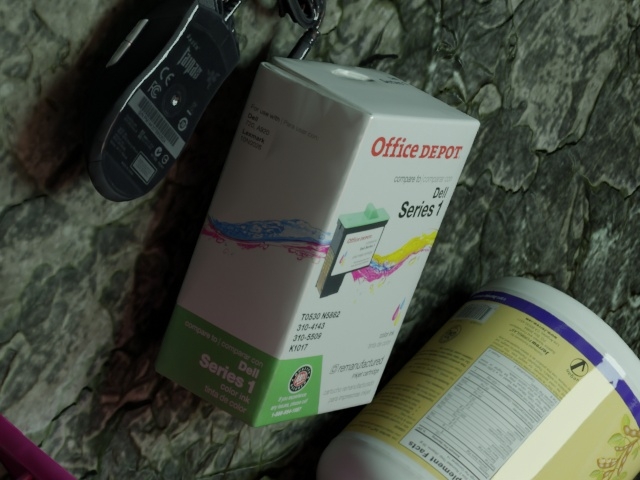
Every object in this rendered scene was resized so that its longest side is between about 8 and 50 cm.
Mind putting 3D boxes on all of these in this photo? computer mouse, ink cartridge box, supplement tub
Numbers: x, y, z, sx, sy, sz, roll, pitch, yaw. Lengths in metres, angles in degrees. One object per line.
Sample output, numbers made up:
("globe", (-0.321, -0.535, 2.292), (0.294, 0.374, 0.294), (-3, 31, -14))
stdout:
("computer mouse", (-0.097, -0.136, 1.415), (0.262, 0.060, 0.184), (-60, 148, -9))
("ink cartridge box", (0.000, 0.000, 1.503), (0.201, 0.117, 0.278), (-3, 117, -59))
("supplement tub", (0.148, 0.223, 1.728), (0.331, 0.241, 0.241), (-45, 137, -21))

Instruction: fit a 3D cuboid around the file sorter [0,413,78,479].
("file sorter", (-0.201, 0.309, 1.362), (0.182, 0.290, 0.202), (-43, 137, -18))
